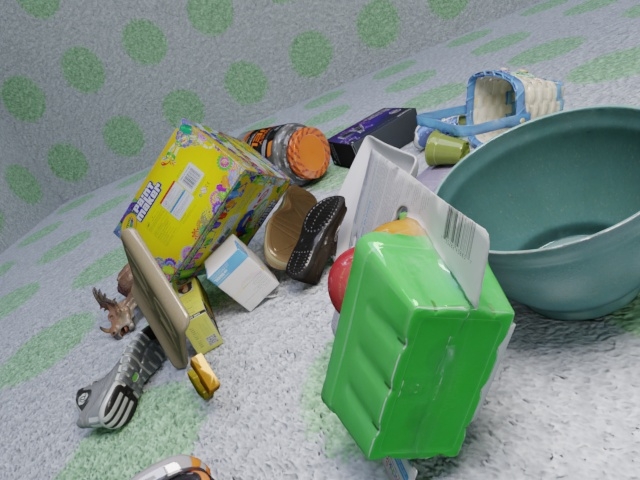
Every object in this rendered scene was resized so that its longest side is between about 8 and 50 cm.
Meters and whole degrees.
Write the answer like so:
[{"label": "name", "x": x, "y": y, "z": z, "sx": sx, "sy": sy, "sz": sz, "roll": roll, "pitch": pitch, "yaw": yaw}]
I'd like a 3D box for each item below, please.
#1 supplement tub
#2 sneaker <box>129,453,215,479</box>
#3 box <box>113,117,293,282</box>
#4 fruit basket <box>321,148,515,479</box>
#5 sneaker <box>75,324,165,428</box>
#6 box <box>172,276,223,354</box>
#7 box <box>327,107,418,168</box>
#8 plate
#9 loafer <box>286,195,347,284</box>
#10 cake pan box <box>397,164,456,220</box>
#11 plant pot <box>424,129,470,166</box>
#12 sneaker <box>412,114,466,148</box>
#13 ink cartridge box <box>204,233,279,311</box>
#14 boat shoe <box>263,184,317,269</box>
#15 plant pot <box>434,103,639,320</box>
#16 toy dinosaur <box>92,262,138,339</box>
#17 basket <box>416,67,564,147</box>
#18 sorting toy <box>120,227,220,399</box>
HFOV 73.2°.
[{"label": "supplement tub", "x": -0.141, "y": -0.288, "z": 1.479, "sx": 0.337, "sy": 0.207, "sz": 0.207, "roll": 5, "pitch": 39, "yaw": 45}, {"label": "sneaker", "x": -0.242, "y": 0.380, "z": 0.443, "sx": 0.321, "sy": 0.125, "sz": 0.180, "roll": -34, "pitch": 27, "yaw": -17}, {"label": "box", "x": -0.251, "y": -0.083, "z": 0.988, "sx": 0.290, "sy": 0.177, "sz": 0.279, "roll": -53, "pitch": -11, "yaw": 12}, {"label": "fruit basket", "x": 0.092, "y": 0.076, "z": 0.565, "sx": 0.165, "sy": 0.327, "sz": 0.353, "roll": 8, "pitch": 21, "yaw": -9}, {"label": "sneaker", "x": -0.398, "y": 0.260, "z": 0.838, "sx": 0.132, "sy": 0.086, "sz": 0.229, "roll": -18, "pitch": 28, "yaw": 18}, {"label": "box", "x": -0.271, "y": 0.147, "z": 0.935, "sx": 0.058, "sy": 0.087, "sz": 0.232, "roll": -28, "pitch": 26, "yaw": -12}, {"label": "box", "x": 0.176, "y": -0.343, "z": 1.438, "sx": 0.261, "sy": 0.103, "sz": 0.184, "roll": -33, "pitch": 30, "yaw": -16}, {"label": "plate", "x": 0.099, "y": -0.069, "z": 0.915, "sx": 0.278, "sy": 0.045, "sz": 0.277, "roll": -66, "pitch": 21, "yaw": 15}, {"label": "loafer", "x": 0.000, "y": 0.000, "z": 0.932, "sx": 0.080, "sy": 0.078, "sz": 0.220, "roll": 8, "pitch": 62, "yaw": 43}, {"label": "cake pan box", "x": 0.285, "y": -0.082, "z": 0.909, "sx": 0.266, "sy": 0.070, "sz": 0.245, "roll": 9, "pitch": 43, "yaw": 48}, {"label": "plant pot", "x": 0.293, "y": -0.204, "z": 0.981, "sx": 0.079, "sy": 0.083, "sz": 0.083, "roll": 19, "pitch": 49, "yaw": 38}, {"label": "sneaker", "x": 0.369, "y": -0.340, "z": 1.290, "sx": 0.211, "sy": 0.080, "sz": 0.081, "roll": -32, "pitch": 24, "yaw": -11}, {"label": "ink cartridge box", "x": -0.164, "y": 0.075, "z": 0.928, "sx": 0.090, "sy": 0.143, "sz": 0.092, "roll": -44, "pitch": 28, "yaw": 1}, {"label": "boat shoe", "x": -0.078, "y": -0.018, "z": 1.067, "sx": 0.110, "sy": 0.121, "sz": 0.341, "roll": -54, "pitch": 10, "yaw": 28}, {"label": "plant pot", "x": 0.326, "y": -0.017, "z": 0.590, "sx": 0.293, "sy": 0.196, "sz": 0.293, "roll": -26, "pitch": 29, "yaw": 16}, {"label": "toy dinosaur", "x": -0.501, "y": 0.115, "z": 1.152, "sx": 0.200, "sy": 0.127, "sz": 0.295, "roll": -35, "pitch": 22, "yaw": -5}, {"label": "basket", "x": 0.414, "y": -0.313, "z": 1.067, "sx": 0.288, "sy": 0.201, "sz": 0.255, "roll": -18, "pitch": 27, "yaw": -9}, {"label": "sorting toy", "x": -0.265, "y": 0.147, "z": 0.775, "sx": 0.041, "sy": 0.307, "sz": 0.229, "roll": -27, "pitch": -20, "yaw": -32}]
